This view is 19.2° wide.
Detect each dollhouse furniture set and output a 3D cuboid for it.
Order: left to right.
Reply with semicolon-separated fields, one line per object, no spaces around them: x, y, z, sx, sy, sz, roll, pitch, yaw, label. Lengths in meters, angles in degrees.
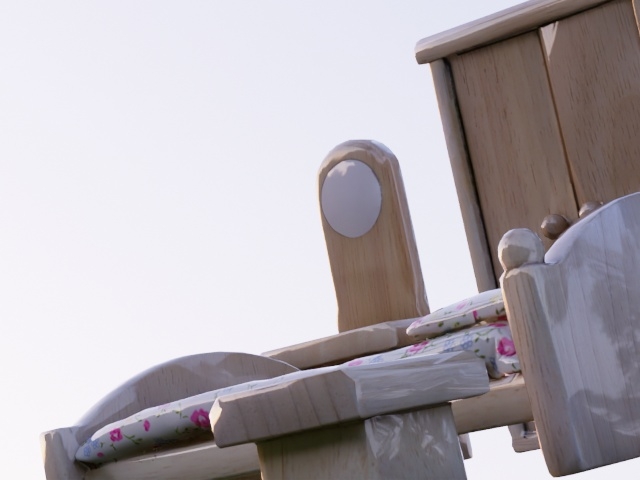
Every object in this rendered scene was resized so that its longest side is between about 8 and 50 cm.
0.000;0.000;0.627;0.303;0.174;0.355;-17;-8;39;dollhouse furniture set
